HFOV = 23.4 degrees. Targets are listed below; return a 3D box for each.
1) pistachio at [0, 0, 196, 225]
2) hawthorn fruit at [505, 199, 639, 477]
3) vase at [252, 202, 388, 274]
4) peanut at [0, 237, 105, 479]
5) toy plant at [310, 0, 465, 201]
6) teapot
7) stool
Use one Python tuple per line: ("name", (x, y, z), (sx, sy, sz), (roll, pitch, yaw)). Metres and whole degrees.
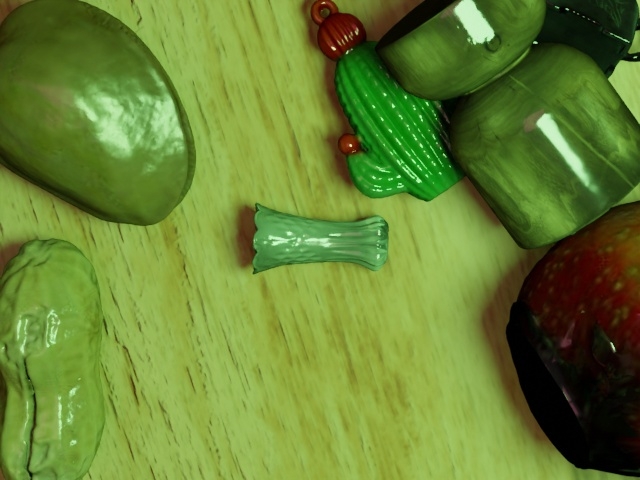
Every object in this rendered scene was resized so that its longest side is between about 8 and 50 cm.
("pistachio", (-0.245, -0.136, 1.663), (0.260, 0.163, 0.213), (30, 121, -4))
("hawthorn fruit", (0.340, 0.100, 1.590), (0.316, 0.316, 0.316), (0, 94, 3))
("vase", (0.000, 0.000, 1.704), (0.149, 0.081, 0.081), (2, 94, -2))
("peanut", (-0.301, 0.143, 1.702), (0.130, 0.130, 0.290), (-1, 96, 3))
("toy plant", (0.084, -0.158, 1.684), (0.154, 0.088, 0.240), (-10, 84, -8))
("teapot", (0.287, -0.253, 1.671), (0.177, 0.087, 0.096), (26, 66, 2))
("stool", (0.202, -0.145, 1.594), (0.179, 0.179, 0.264), (-36, 101, 5))
